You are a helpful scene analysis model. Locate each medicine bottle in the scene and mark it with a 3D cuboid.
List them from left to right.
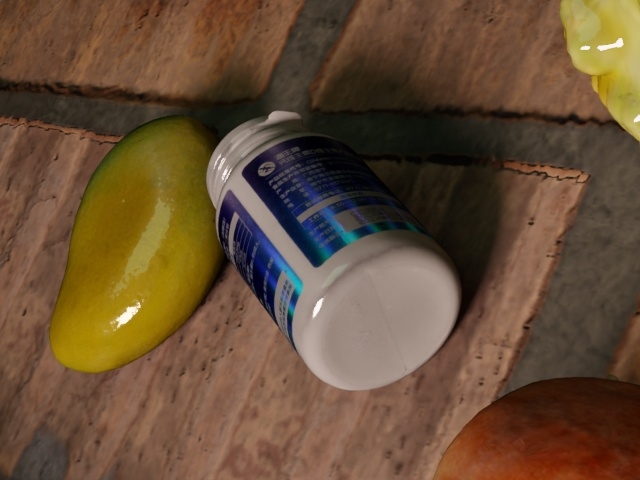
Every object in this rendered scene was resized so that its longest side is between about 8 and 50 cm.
[{"bbox_3d":[0.000,0.000,1.101,0.107,0.107,0.191,-47,41,7],"label":"medicine bottle"}]

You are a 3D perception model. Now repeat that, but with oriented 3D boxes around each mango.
[{"bbox_3d":[-0.118,0.004,1.233,0.122,0.085,0.191,5,75,34],"label":"mango"}]

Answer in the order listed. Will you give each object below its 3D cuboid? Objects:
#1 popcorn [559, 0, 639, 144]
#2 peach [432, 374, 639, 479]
[{"bbox_3d":[0.240,-0.138,0.922,0.216,0.181,0.235,-5,64,39],"label":"popcorn"},{"bbox_3d":[0.127,0.185,0.806,0.232,0.232,0.233,-24,48,29],"label":"peach"}]
